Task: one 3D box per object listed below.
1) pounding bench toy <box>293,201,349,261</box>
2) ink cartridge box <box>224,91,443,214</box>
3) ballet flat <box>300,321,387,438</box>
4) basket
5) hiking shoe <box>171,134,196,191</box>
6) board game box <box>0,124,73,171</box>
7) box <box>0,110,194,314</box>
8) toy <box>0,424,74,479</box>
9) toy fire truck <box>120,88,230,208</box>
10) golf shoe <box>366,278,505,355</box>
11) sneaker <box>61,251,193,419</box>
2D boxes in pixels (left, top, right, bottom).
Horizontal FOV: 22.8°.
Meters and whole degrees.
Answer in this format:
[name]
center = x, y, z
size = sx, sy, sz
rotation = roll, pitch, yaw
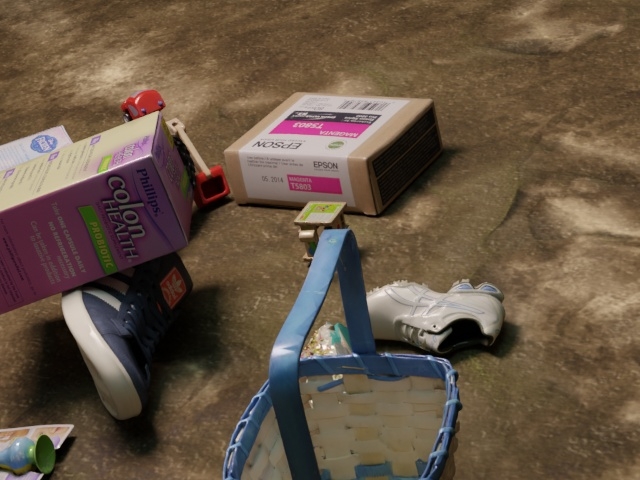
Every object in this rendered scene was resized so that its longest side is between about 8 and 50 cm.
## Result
[pounding bench toy]
center = 0.000, 0.000, 1.961
size = 0.052, 0.065, 0.083
rotation = 1, 30, 25
[ink cartridge box]
center = 0.019, -0.122, 2.165
size = 0.235, 0.088, 0.193
rotation = 6, 31, 32
[ballet flat]
center = 0.030, 0.166, 1.635
size = 0.077, 0.091, 0.241
rotation = -44, 22, 7
[basket]
center = 0.017, 0.165, 1.388
size = 0.201, 0.289, 0.255
rotation = 0, 26, 15
[hiking shoe]
center = -0.242, -0.050, 2.103
size = 0.114, 0.086, 0.227
rotation = -7, 46, 26
[board game box]
center = -0.477, -0.041, 2.258
size = 0.318, 0.066, 0.318
rotation = -20, 27, -12
[box]
center = -0.282, -0.035, 1.858
size = 0.243, 0.117, 0.213
rotation = -21, 17, 3
[toy]
center = -0.400, 0.231, 1.713
size = 0.237, 0.056, 0.137
rotation = -4, 27, 17
[toy fire truck]
center = -0.207, -0.131, 2.230
size = 0.047, 0.192, 0.135
rotation = -27, 1, -26
[golf shoe]
center = 0.114, 0.090, 1.741
size = 0.176, 0.069, 0.086
rotation = -8, 33, 13
[sneaker]
center = -0.213, 0.080, 1.832
size = 0.148, 0.131, 0.350
rotation = -22, 27, -6
